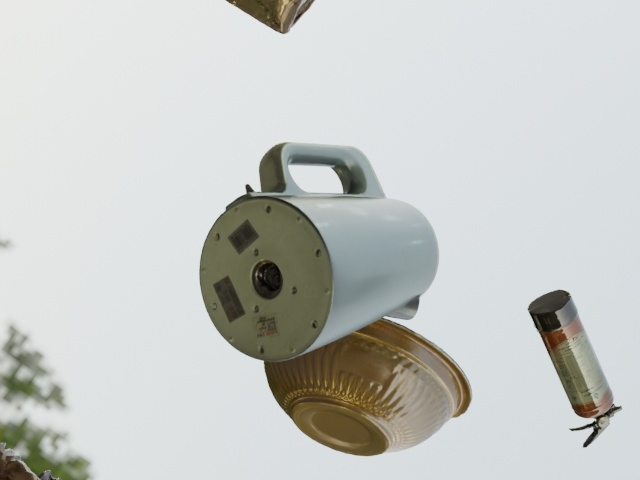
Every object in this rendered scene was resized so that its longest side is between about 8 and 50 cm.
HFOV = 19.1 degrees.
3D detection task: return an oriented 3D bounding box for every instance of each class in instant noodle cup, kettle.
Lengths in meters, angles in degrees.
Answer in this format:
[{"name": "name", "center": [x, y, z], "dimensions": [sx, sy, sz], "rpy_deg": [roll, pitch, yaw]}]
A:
[{"name": "instant noodle cup", "center": [0.035, 0.183, 2.230], "dimensions": [0.274, 0.274, 0.091], "rpy_deg": [-19, -139, 48]}, {"name": "kettle", "center": [0.000, 0.000, 1.918], "dimensions": [0.160, 0.211, 0.243], "rpy_deg": [-33, 169, 33]}]

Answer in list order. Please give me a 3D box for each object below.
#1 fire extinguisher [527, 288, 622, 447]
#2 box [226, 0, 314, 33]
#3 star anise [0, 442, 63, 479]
[{"name": "fire extinguisher", "center": [0.269, 0.138, 2.006], "dimensions": [0.062, 0.177, 0.050], "rpy_deg": [-26, -158, -2]}, {"name": "box", "center": [-0.014, -0.408, 1.941], "dimensions": [0.225, 0.190, 0.297], "rpy_deg": [-55, 176, -42]}, {"name": "star anise", "center": [-0.233, 0.210, 1.359], "dimensions": [0.126, 0.220, 0.190], "rpy_deg": [-68, -155, 8]}]
